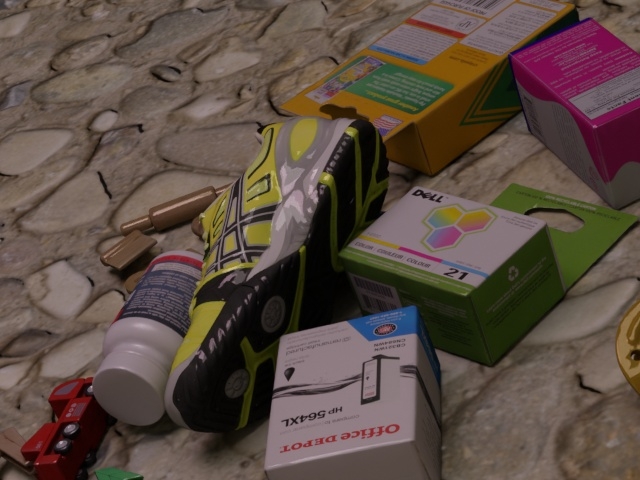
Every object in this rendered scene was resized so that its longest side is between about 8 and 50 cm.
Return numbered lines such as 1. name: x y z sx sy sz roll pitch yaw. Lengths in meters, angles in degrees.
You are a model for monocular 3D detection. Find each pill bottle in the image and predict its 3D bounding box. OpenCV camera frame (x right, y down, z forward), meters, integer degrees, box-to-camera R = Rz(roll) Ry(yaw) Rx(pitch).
1. pill bottle: -0.167 0.104 1.930 0.108 0.108 0.180 -3 36 26

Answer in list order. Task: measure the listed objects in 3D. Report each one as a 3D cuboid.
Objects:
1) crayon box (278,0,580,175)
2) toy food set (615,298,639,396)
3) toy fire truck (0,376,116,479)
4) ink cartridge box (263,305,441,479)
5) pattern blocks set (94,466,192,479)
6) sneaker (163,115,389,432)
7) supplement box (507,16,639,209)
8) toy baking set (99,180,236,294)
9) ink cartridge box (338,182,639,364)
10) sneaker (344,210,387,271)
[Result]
1. crayon box: 0.137 -0.190 2.217 0.323 0.083 0.203 -36 35 -23
2. toy food set: 0.377 0.090 1.691 0.217 0.071 0.128 -26 56 -4
3. toy fire truck: -0.301 0.219 1.894 0.135 0.047 0.192 -7 34 24
4. ink cartridge box: 0.034 0.167 1.743 0.148 0.086 0.203 -13 32 12
5. pattern blocks set: -0.242 0.330 1.715 0.285 0.026 0.325 1 38 30
6. sneaker: -0.065 0.034 1.905 0.147 0.145 0.385 10 56 33
7. supplement box: 0.309 -0.143 2.022 0.114 0.111 0.220 -24 33 -6
8. toy baking set: -0.131 -0.002 2.147 0.256 0.030 0.197 -23 35 -2
9. ink cartridge box: 0.176 -0.003 1.905 0.188 0.097 0.255 17 49 45
10. sneaker: 0.000 0.000 2.025 0.209 0.069 0.082 -18 34 7
